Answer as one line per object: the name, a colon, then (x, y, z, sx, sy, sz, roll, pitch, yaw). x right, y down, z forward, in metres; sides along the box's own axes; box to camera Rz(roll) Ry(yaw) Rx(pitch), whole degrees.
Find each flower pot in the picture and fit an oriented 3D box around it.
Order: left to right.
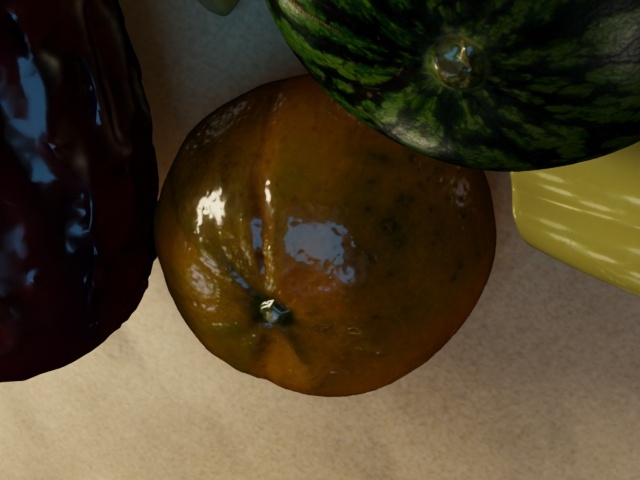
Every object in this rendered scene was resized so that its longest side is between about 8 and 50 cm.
flower pot: (0.219, -0.045, 0.938, 0.179, 0.195, 0.195, 10, 124, 30)

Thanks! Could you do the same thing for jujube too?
jujube: (-0.247, -0.091, 1.065, 0.258, 0.258, 0.376, -5, 123, 25)

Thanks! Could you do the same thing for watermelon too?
watermelon: (0.099, -0.177, 0.798, 0.285, 0.285, 0.285, 11, 124, 16)

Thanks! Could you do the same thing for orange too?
orange: (0.000, 0.000, 1.055, 0.240, 0.171, 0.240, 10, 123, 16)

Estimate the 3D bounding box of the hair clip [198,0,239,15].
hair clip: (-0.069, -0.196, 1.002, 0.218, 0.071, 0.159, 19, 165, -5)
